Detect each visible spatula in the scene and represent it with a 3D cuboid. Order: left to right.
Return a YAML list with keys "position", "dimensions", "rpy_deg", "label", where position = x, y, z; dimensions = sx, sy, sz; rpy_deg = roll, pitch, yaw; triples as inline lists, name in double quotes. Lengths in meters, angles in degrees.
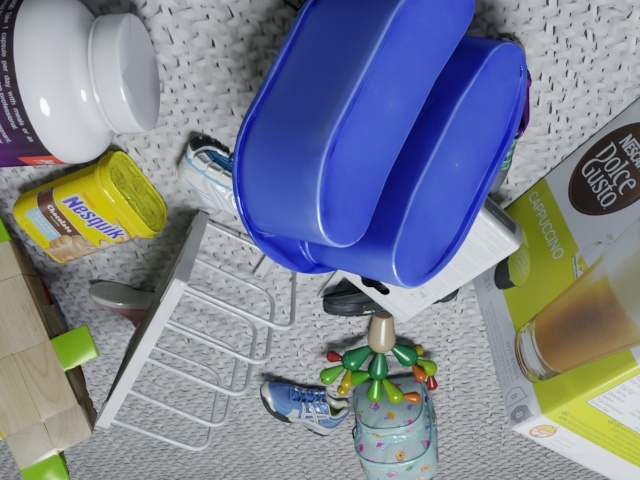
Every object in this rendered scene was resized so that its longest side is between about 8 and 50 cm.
- position: [0.000, 0.000, 0.877]
  dimensions: [0.168, 0.019, 0.242]
  rpy_deg: [19, 130, -21]
  label: "spatula"

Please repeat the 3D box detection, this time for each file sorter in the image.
- position: [-0.176, 0.142, 0.838]
  dimensions: [0.173, 0.193, 0.278]
  rpy_deg: [27, 114, -15]
  label: "file sorter"

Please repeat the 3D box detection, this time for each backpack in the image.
- position: [0.140, 0.359, 1.075]
  dimensions: [0.165, 0.188, 0.144]
  rpy_deg: [-8, 131, 8]
  label: "backpack"

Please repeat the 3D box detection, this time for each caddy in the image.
- position: [0.056, -0.116, 0.596]
  dimensions: [0.241, 0.179, 0.341]
  rpy_deg: [31, 85, -40]
  label: "caddy"

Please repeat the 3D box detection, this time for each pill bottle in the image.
- position: [-0.352, -0.169, 0.617]
  dimensions: [0.322, 0.182, 0.182]
  rpy_deg: [-2, 131, 3]
  label: "pill bottle"

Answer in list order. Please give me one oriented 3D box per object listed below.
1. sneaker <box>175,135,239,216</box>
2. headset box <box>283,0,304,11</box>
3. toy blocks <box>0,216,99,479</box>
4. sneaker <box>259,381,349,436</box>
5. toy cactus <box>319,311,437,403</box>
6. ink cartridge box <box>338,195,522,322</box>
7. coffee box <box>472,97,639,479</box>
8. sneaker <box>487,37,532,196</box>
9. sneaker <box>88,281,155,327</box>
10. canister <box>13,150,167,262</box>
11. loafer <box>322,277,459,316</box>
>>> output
- position: [-0.118, -0.062, 0.795]
  dimensions: [0.190, 0.071, 0.083]
  rpy_deg: [37, 129, -18]
  label: "sneaker"
- position: [-0.040, -0.297, 0.603]
  dimensions: [0.083, 0.032, 0.062]
  rpy_deg: [30, 125, -22]
  label: "headset box"
- position: [-0.444, 0.160, 0.864]
  dimensions: [0.190, 0.261, 0.382]
  rpy_deg: [-23, 93, -19]
  label: "toy blocks"
- position: [-0.031, 0.317, 1.122]
  dimensions: [0.081, 0.080, 0.211]
  rpy_deg: [-41, 130, 23]
  label: "sneaker"
- position: [0.109, 0.206, 1.018]
  dimensions: [0.218, 0.112, 0.181]
  rpy_deg: [3, 113, 1]
  label: "toy cactus"
- position: [0.133, -0.003, 0.812]
  dimensions: [0.189, 0.066, 0.232]
  rpy_deg: [39, 134, -9]
  label: "ink cartridge box"
- position: [0.447, 0.086, 0.735]
  dimensions: [0.338, 0.338, 0.334]
  rpy_deg: [30, 125, -22]
  label: "coffee box"
- position: [0.213, -0.128, 0.707]
  dimensions: [0.083, 0.098, 0.224]
  rpy_deg: [-4, 131, 3]
  label: "sneaker"
- position: [-0.322, 0.116, 0.954]
  dimensions: [0.134, 0.051, 0.070]
  rpy_deg: [13, 125, -17]
  label: "sneaker"
- position: [-0.325, -0.041, 0.803]
  dimensions: [0.169, 0.073, 0.126]
  rpy_deg: [-18, 129, 17]
  label: "canister"
- position: [0.107, 0.071, 0.908]
  dimensions: [0.223, 0.076, 0.078]
  rpy_deg: [-13, 97, 16]
  label: "loafer"
